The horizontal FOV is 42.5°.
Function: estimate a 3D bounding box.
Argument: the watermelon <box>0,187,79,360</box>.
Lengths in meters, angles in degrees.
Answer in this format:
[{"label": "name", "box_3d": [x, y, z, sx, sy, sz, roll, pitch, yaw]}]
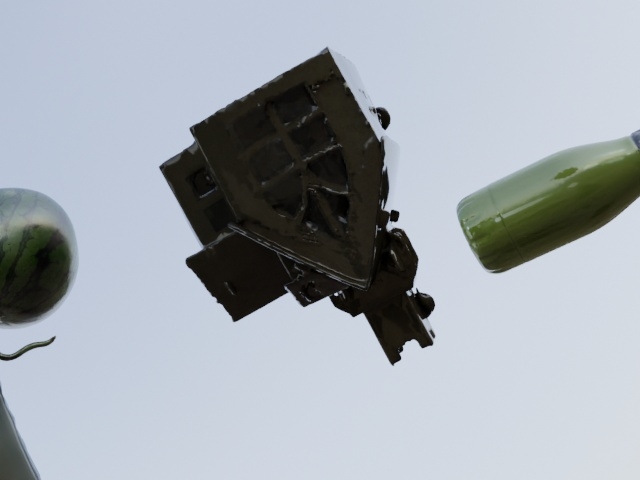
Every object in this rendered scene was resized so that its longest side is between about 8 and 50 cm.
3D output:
[{"label": "watermelon", "box_3d": [-0.318, 0.033, 0.837, 0.141, 0.187, 0.140, -3, -39, -2]}]

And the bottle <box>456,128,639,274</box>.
[{"label": "bottle", "box_3d": [0.305, -0.055, 1.019, 0.260, 0.112, 0.112, -26, -35, 16]}]

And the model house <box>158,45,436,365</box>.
[{"label": "model house", "box_3d": [0.000, 0.000, 0.700, 0.204, 0.243, 0.211, -29, -1, 9]}]

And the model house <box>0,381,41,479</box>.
[{"label": "model house", "box_3d": [-0.324, 0.143, 0.361, 0.445, 0.395, 0.400, -30, -3, 15]}]
